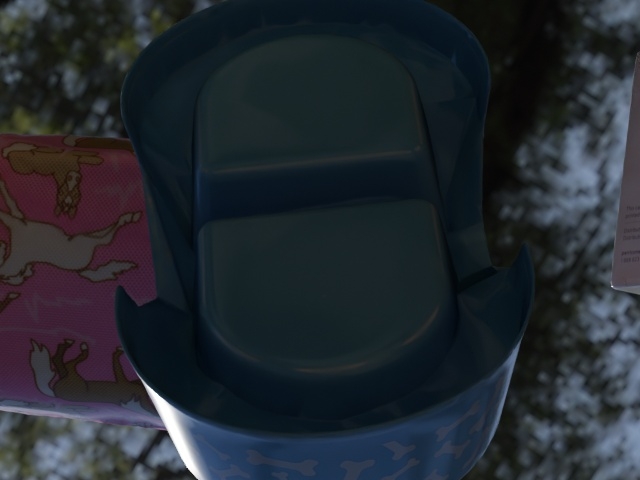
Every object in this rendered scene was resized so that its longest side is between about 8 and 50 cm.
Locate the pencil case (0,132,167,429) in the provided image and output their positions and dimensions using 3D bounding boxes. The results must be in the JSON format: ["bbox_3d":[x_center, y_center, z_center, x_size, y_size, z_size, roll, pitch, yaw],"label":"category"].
[{"bbox_3d":[-0.117,0.030,1.070,0.386,0.167,0.160,6,165,6],"label":"pencil case"}]

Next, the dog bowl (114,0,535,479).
[{"bbox_3d":[0.000,0.000,0.851,0.166,0.074,0.297,-6,-139,0],"label":"dog bowl"}]

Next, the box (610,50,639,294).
[{"bbox_3d":[0.309,-0.047,1.368,0.119,0.182,0.181,12,170,-29],"label":"box"}]
